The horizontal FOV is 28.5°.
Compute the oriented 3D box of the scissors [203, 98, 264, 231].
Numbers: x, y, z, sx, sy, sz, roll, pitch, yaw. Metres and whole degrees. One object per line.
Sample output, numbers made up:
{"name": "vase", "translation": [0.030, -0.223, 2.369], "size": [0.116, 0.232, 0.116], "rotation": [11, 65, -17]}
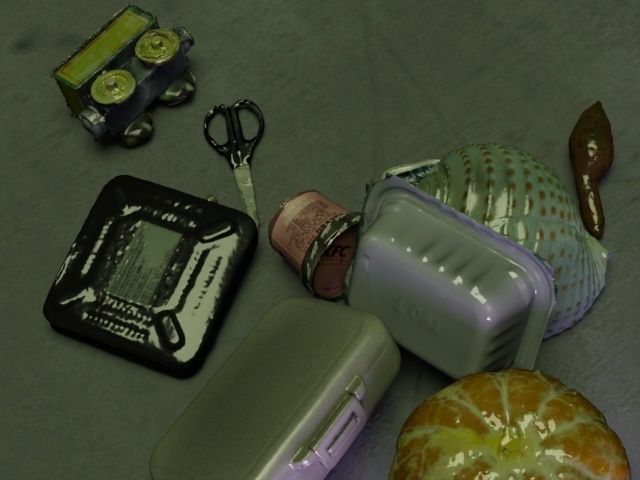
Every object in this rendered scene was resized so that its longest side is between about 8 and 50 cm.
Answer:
{"name": "scissors", "translation": [-0.135, -0.118, 2.171], "size": [0.109, 0.022, 0.300], "rotation": [-13, 58, 2]}

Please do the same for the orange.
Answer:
{"name": "orange", "translation": [0.257, 0.334, 1.720], "size": [0.329, 0.249, 0.329], "rotation": [2, 55, -3]}

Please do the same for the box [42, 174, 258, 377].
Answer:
{"name": "box", "translation": [-0.273, 0.051, 2.042], "size": [0.289, 0.073, 0.290], "rotation": [19, 69, 16]}

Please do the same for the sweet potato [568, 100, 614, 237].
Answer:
{"name": "sweet potato", "translation": [0.448, -0.131, 2.089], "size": [0.075, 0.075, 0.269], "rotation": [3, 63, 8]}

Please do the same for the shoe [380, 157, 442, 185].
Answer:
{"name": "shoe", "translation": [0.172, -0.092, 2.099], "size": [0.143, 0.064, 0.071], "rotation": [-8, 57, 4]}

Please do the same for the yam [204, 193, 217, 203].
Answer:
{"name": "yam", "translation": [-0.219, -0.036, 2.129], "size": [0.021, 0.021, 0.116], "rotation": [38, 70, 25]}

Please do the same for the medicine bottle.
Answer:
{"name": "medicine bottle", "translation": [-0.063, 0.249, 1.834], "size": [0.282, 0.123, 0.375], "rotation": [10, 51, 47]}

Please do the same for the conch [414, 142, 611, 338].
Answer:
{"name": "conch", "translation": [0.286, -0.002, 1.952], "size": [0.319, 0.215, 0.303], "rotation": [12, 71, 14]}

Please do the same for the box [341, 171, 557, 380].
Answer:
{"name": "box", "translation": [0.163, 0.084, 1.854], "size": [0.337, 0.264, 0.106], "rotation": [31, 43, 26]}

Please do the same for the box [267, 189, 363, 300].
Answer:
{"name": "box", "translation": [0.000, 0.000, 2.016], "size": [0.151, 0.151, 0.135], "rotation": [-41, 55, -18]}

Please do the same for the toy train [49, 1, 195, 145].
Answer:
{"name": "toy train", "translation": [-0.342, -0.289, 2.236], "size": [0.177, 0.134, 0.261], "rotation": [30, 65, 31]}
